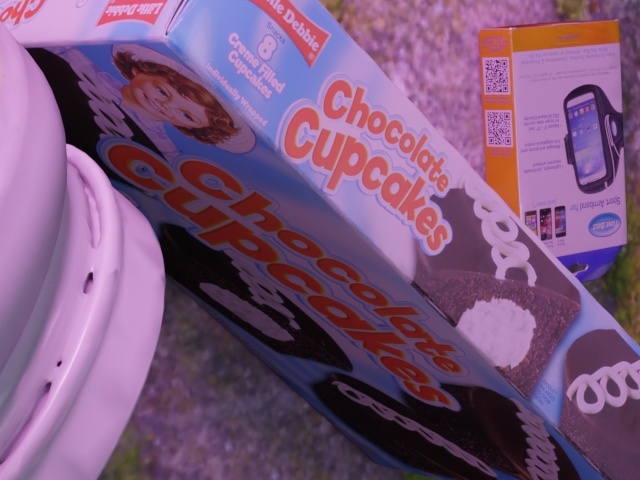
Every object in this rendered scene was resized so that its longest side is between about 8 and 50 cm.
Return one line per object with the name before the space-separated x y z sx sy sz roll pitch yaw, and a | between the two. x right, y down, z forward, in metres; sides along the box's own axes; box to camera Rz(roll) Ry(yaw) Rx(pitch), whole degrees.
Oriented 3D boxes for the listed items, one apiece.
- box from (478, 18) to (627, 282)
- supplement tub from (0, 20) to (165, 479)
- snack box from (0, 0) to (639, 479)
box | 0.122 -0.045 0.999 0.081 0.028 0.136 -9 101 -38
supplement tub | -0.228 -0.026 0.587 0.325 0.235 0.235 42 68 -33
snack box | 0.000 0.000 0.802 0.322 0.187 0.060 44 67 -31
